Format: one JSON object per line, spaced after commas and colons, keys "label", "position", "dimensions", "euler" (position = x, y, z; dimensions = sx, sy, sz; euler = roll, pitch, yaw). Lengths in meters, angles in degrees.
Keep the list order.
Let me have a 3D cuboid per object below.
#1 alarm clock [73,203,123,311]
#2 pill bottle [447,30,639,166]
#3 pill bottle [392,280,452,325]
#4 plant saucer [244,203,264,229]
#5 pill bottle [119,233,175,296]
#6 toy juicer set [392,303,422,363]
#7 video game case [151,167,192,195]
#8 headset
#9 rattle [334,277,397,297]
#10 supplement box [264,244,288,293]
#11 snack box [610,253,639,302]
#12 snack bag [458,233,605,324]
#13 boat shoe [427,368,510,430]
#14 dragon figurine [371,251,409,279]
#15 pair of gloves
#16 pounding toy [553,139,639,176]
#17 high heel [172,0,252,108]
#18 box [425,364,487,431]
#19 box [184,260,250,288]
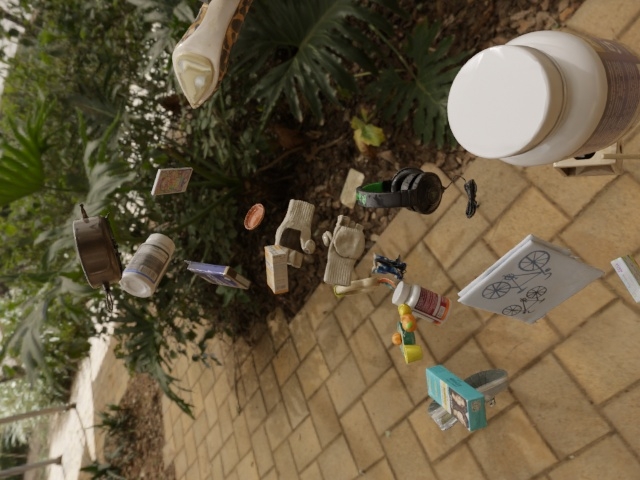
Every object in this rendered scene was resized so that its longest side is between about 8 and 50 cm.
{"label": "alarm clock", "position": [-0.400, 0.037, 0.761], "dimensions": [0.129, 0.064, 0.192], "euler": [133, 123, -64]}
{"label": "pill bottle", "position": [0.204, -0.126, 0.373], "dimensions": [0.112, 0.186, 0.112], "euler": [23, 121, 46]}
{"label": "pill bottle", "position": [0.421, 0.258, 1.725], "dimensions": [0.121, 0.221, 0.121], "euler": [-156, 90, -89]}
{"label": "plant saucer", "position": [-0.195, -0.070, 1.239], "dimensions": [0.083, 0.013, 0.084], "euler": [-25, 50, 33]}
{"label": "pill bottle", "position": [-0.388, 0.053, 0.942], "dimensions": [0.078, 0.078, 0.137], "euler": [-41, 25, 38]}
{"label": "toy juicer set", "position": [0.329, 0.359, 1.679], "dimensions": [0.329, 0.089, 0.210], "euler": [36, -134, -86]}
{"label": "video game case", "position": [-0.451, -0.181, 1.263], "dimensions": [0.011, 0.122, 0.087], "euler": [39, 118, 18]}
{"label": "headset", "position": [0.313, -0.136, 1.337], "dimensions": [0.243, 0.393, 0.185], "euler": [-111, 14, -73]}
{"label": "rattle", "position": [0.134, 0.101, 1.295], "dimensions": [0.199, 0.130, 0.143], "euler": [-24, 52, 34]}
{"label": "supplement box", "position": [-0.103, 0.067, 0.971], "dimensions": [0.062, 0.036, 0.099], "euler": [-143, 47, -61]}
{"label": "snack box", "position": [0.979, 0.116, 1.296], "dimensions": [0.037, 0.100, 0.141], "euler": [-44, 61, 47]}
{"label": "snack bag", "position": [0.664, 0.137, 1.307], "dimensions": [0.323, 0.342, 0.037], "euler": [-56, 25, 39]}
{"label": "boat shoe", "position": [0.537, 0.566, 1.477], "dimensions": [0.320, 0.118, 0.103], "euler": [-38, 87, 15]}
{"label": "dragon figurine", "position": [0.278, 0.099, 1.637], "dimensions": [0.143, 0.289, 0.085], "euler": [4, 77, 12]}
{"label": "pair of gloves", "position": [0.000, 0.000, 1.118], "dimensions": [0.042, 0.240, 0.204], "euler": [111, 180, -63]}
{"label": "pounding toy", "position": [0.666, -0.215, 0.963], "dimensions": [0.206, 0.181, 0.094], "euler": [3, 87, 41]}
{"label": "high heel", "position": [-0.169, -0.365, 0.727], "dimensions": [0.186, 0.093, 0.261], "euler": [-62, 3, -38]}
{"label": "box", "position": [0.426, 0.494, 1.321], "dimensions": [0.244, 0.060, 0.101], "euler": [-162, 64, -75]}
{"label": "box", "position": [-0.379, 0.124, 1.499], "dimensions": [0.225, 0.136, 0.037], "euler": [6, 66, 31]}
